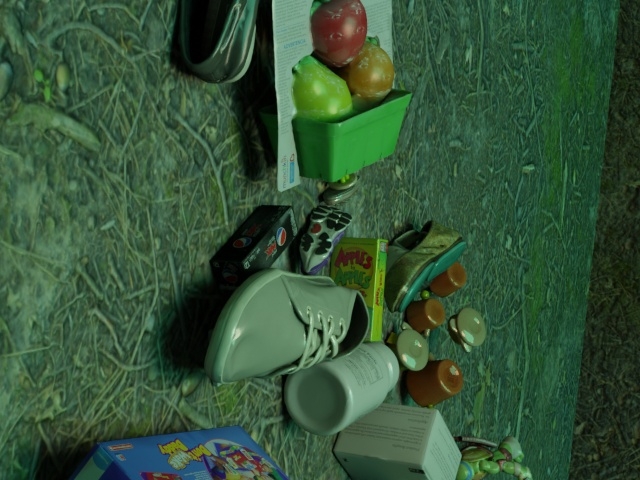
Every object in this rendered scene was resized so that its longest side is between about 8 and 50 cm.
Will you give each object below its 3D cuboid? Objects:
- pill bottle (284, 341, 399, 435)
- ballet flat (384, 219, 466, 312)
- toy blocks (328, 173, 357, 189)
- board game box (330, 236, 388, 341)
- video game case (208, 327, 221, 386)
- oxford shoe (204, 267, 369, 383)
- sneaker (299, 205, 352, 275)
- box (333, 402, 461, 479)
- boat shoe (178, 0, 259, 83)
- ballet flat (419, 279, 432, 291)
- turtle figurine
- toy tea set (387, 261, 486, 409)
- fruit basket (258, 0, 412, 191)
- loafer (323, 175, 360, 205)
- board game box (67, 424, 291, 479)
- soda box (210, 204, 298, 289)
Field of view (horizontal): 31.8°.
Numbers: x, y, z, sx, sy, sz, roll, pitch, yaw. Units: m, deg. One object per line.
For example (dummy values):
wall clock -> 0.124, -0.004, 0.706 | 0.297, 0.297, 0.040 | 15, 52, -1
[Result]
pill bottle -> 0.045, 0.245, 1.938 | 0.229, 0.131, 0.131 | -15, 106, -62
ballet flat -> 0.178, 0.043, 2.205 | 0.348, 0.123, 0.123 | -35, 123, -58
toy blocks -> 0.036, -0.182, 1.965 | 0.123, 0.054, 0.148 | -55, 139, -46
board game box -> 0.064, 0.086, 2.004 | 0.043, 0.092, 0.181 | 8, 85, -62
video game case -> -0.132, 0.163, 1.715 | 0.122, 0.011, 0.087 | -26, 115, -60
oxford shoe -> -0.037, 0.133, 1.702 | 0.449, 0.130, 0.169 | -5, 118, -68
sneaker -> 0.000, 0.000, 1.924 | 0.170, 0.068, 0.071 | -55, 165, -49
box -> 0.147, 0.398, 2.098 | 0.182, 0.181, 0.119 | 62, 41, -46
boat shoe -> -0.132, -0.386, 1.554 | 0.095, 0.112, 0.335 | 1, 95, -68
ballet flat -> 0.233, 0.041, 2.362 | 0.049, 0.057, 0.173 | 98, 18, -46
turtle figurine -> 0.387, 0.566, 2.580 | 0.198, 0.275, 0.266 | -58, 165, 19
toy tea set -> 0.233, 0.199, 2.367 | 0.200, 0.124, 0.336 | 47, 48, -15
fruit basket -> 0.016, -0.285, 1.771 | 0.327, 0.165, 0.353 | -30, 119, -49
loafer -> 0.042, -0.081, 1.999 | 0.125, 0.045, 0.039 | -43, 132, -58
board game box -> -0.131, 0.348, 1.410 | 0.078, 0.233, 0.347 | -52, 157, 11
soda box -> -0.098, 0.009, 1.713 | 0.169, 0.060, 0.053 | -51, 135, -48
